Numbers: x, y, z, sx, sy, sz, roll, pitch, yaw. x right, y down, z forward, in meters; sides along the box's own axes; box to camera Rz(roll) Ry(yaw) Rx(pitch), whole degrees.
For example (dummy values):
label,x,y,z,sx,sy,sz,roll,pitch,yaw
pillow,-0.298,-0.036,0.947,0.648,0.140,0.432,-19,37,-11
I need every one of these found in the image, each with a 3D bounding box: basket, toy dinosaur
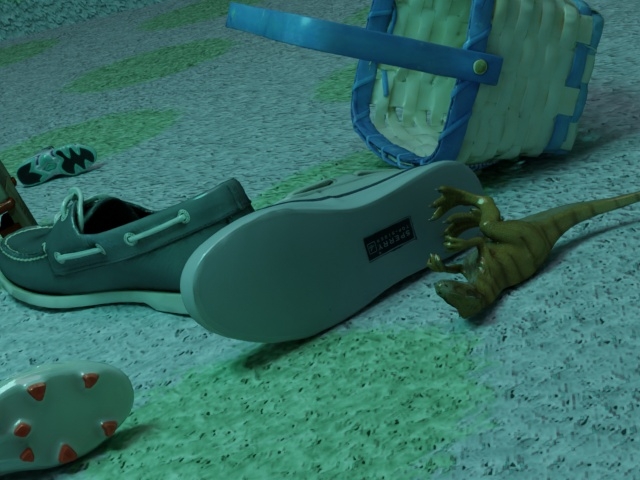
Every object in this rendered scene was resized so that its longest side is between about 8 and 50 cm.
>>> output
label,x,y,z,sx,sy,sz,roll,pitch,yaw
basket,0.079,-0.165,1.210,0.289,0.201,0.255,12,10,-18
toy dinosaur,0.141,0.000,0.988,0.112,0.064,0.211,34,49,30

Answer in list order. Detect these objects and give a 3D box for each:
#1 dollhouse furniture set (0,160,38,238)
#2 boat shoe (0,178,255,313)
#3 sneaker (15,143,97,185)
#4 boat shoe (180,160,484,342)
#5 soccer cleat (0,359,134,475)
label,x,y,z,sx,sy,sz,roll,pitch,yaw
dollhouse furniture set,-0.407,0.011,1.316,0.259,0.135,0.262,-28,19,-2
boat shoe,-0.164,-0.006,1.150,0.319,0.099,0.116,3,26,43
sneaker,-0.306,-0.098,1.630,0.098,0.038,0.069,-13,19,6
boat shoe,0.000,0.000,1.017,0.268,0.096,0.088,-27,17,-34
soccer cleat,-0.214,0.123,0.874,0.196,0.068,0.076,-24,17,-17
